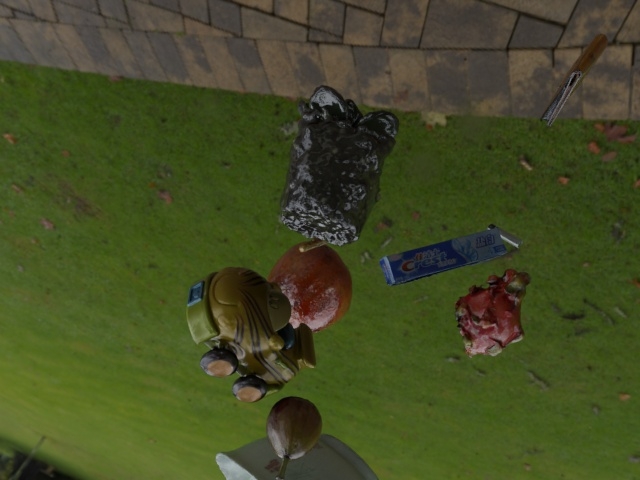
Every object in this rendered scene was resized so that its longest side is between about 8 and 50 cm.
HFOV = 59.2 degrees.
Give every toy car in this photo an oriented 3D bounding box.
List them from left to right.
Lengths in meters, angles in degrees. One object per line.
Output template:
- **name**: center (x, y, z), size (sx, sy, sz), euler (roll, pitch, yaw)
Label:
- **toy car**: center (-0.107, 0.148, 0.959), size (0.142, 0.200, 0.248), euler (-27, 129, 14)

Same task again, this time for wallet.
- **wallet**: center (0.617, -0.388, 1.373), size (0.042, 0.161, 0.195), euler (32, 155, 10)

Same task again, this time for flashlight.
- **flashlight**: center (0.420, -0.012, 1.287), size (0.083, 0.018, 0.018), euler (35, 165, 34)

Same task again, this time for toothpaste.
- **toothpaste**: center (0.267, 0.035, 1.217), size (0.272, 0.066, 0.053), euler (-14, 169, -14)

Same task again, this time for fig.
- **fig**: center (-0.042, 0.290, 0.824), size (0.089, 0.125, 0.088), euler (1, 112, 2)

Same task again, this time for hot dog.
- **hot dog**: center (0.000, -0.001, 1.577), size (0.028, 0.137, 0.044), euler (68, 162, -8)

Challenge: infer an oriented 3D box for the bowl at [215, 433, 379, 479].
- **bowl**: center (0.001, 0.534, 1.163), size (0.435, 0.196, 0.434), euler (33, 148, 25)

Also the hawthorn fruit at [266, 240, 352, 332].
- **hawthorn fruit**: center (-0.056, 0.164, 1.681), size (0.276, 0.307, 0.276), euler (27, 138, 27)

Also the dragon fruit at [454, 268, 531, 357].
- **dragon fruit**: center (0.344, 0.138, 1.123), size (0.150, 0.207, 0.133), euler (37, 170, 38)

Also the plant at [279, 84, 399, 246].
- **plant**: center (0.032, -0.140, 1.093), size (0.199, 0.275, 0.188), euler (15, 168, 9)
